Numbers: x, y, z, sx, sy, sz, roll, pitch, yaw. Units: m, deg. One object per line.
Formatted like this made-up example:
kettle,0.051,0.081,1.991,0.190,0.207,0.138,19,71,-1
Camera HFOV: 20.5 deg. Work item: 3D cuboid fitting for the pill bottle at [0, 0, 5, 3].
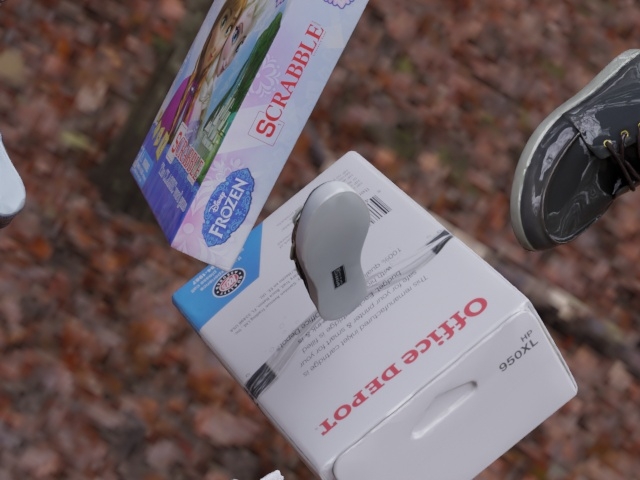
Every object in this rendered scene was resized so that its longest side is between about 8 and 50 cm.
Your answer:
pill bottle,-0.331,-0.310,1.795,0.121,0.221,0.121,37,37,-35

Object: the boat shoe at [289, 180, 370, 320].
boat shoe,0.000,0.000,1.748,0.070,0.077,0.219,54,-17,28

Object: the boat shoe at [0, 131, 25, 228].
boat shoe,-0.374,-0.099,1.901,0.065,0.083,0.183,-18,83,-23

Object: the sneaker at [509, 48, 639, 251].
sneaker,0.246,-0.073,1.393,0.118,0.222,0.083,10,-39,46

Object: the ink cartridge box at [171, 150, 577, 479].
ink cartridge box,0.052,0.114,1.985,0.395,0.285,0.166,45,-9,51

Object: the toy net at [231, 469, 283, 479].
toy net,-0.111,0.284,1.630,0.045,0.122,0.232,11,44,29

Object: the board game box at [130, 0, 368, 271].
board game box,-0.069,-0.160,1.682,0.066,0.318,0.319,25,7,-18
